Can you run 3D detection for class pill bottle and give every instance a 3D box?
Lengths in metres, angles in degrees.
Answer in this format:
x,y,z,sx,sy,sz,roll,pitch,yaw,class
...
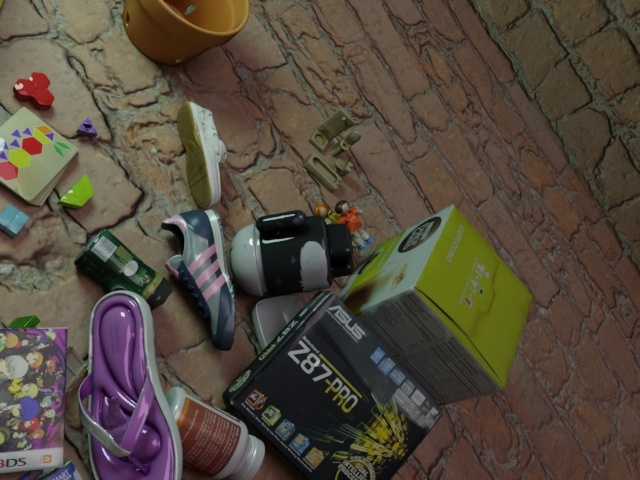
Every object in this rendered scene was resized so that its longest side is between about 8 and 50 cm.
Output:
x,y,z,sx,sy,sz,roll,pitch,yaw,class
-0.218,0.381,1.240,0.216,0.121,0.121,36,48,-22,pill bottle

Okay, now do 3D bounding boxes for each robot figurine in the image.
x,y,z,sx,sy,sz,roll,pitch,yaw,class
-0.067,0.032,1.468,0.278,0.173,0.209,-7,97,0,robot figurine

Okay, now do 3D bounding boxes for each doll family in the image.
x,y,z,sx,sy,sz,roll,pitch,yaw,class
0.000,0.000,1.664,0.263,0.118,0.163,-43,105,-27,doll family

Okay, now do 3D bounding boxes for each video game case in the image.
x,y,z,sx,sy,sz,roll,pitch,yaw,class
-0.523,0.256,1.041,0.210,0.042,0.232,5,75,-28,video game case

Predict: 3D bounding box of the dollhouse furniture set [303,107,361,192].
x,y,z,sx,sy,sz,roll,pitch,yaw,class
0.045,-0.252,1.808,0.144,0.123,0.151,43,46,-16,dollhouse furniture set

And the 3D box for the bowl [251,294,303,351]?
x,y,z,sx,sy,sz,roll,pitch,yaw,class
-0.095,0.204,1.493,0.142,0.053,0.142,-6,72,-43,bowl

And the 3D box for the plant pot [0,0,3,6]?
x,y,z,sx,sy,sz,roll,pitch,yaw,class
-0.730,-0.585,1.228,0.238,0.254,0.254,10,61,-20,plant pot

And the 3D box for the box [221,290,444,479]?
x,y,z,sx,sy,sz,roll,pitch,yaw,class
0.035,0.357,1.410,0.318,0.097,0.395,-45,102,-18,box

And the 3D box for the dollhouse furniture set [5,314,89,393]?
x,y,z,sx,sy,sz,roll,pitch,yaw,class
-0.495,0.205,1.157,0.152,0.058,0.076,61,33,-26,dollhouse furniture set

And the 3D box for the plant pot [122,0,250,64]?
x,y,z,sx,sy,sz,roll,pitch,yaw,class
-0.347,-0.567,1.569,0.290,0.203,0.291,20,57,-34,plant pot

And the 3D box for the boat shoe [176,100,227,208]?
x,y,z,sx,sy,sz,roll,pitch,yaw,class
-0.263,-0.203,1.527,0.096,0.098,0.277,3,65,-40,boat shoe

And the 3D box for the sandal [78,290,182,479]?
x,y,z,sx,sy,sz,roll,pitch,yaw,class
-0.358,0.282,1.134,0.102,0.169,0.416,49,20,-64,sandal

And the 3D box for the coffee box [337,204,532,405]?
x,y,z,sx,sy,sz,roll,pitch,yaw,class
0.273,0.179,1.632,0.338,0.334,0.338,47,45,-12,coffee box

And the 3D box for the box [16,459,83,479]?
x,y,z,sx,sy,sz,roll,pitch,yaw,class
-0.429,0.455,1.070,0.109,0.042,0.178,-33,92,-46,box

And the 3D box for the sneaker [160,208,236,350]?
x,y,z,sx,sy,sz,roll,pitch,yaw,class
-0.264,0.087,1.385,0.131,0.112,0.319,-5,68,-25,sneaker

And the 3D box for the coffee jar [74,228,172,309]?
x,y,z,sx,sy,sz,roll,pitch,yaw,class
-0.385,0.067,1.276,0.184,0.096,0.079,43,49,-17,coffee jar

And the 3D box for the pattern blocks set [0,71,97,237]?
x,y,z,sx,sy,sz,roll,pitch,yaw,class
-0.578,-0.170,1.278,0.285,0.026,0.325,47,45,-12,pattern blocks set
